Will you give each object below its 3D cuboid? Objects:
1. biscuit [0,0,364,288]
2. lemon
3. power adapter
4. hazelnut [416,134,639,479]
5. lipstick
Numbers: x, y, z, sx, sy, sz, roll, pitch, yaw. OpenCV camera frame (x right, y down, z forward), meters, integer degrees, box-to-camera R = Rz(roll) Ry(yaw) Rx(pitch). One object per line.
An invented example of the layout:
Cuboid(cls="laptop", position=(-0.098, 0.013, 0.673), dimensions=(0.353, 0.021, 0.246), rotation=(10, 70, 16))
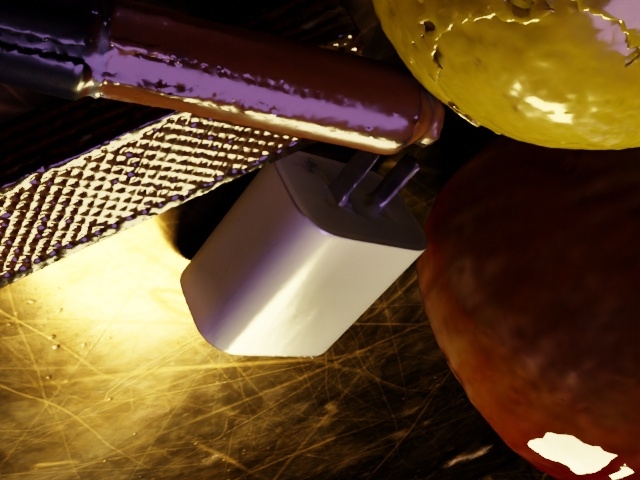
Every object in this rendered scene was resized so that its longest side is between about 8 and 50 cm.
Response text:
Cuboid(cls="biscuit", position=(-0.142, -0.080, 0.635), dimensions=(0.388, 0.073, 0.107), rotation=(-26, 146, -4))
Cuboid(cls="lemon", position=(0.173, -0.198, 0.512), dimensions=(0.297, 0.297, 0.297), rotation=(-19, 146, -13))
Cuboid(cls="power adapter", position=(0.000, 0.000, 0.801), dimensions=(0.187, 0.124, 0.255), rotation=(9, 133, -45))
Cuboid(cls="hazelnut", position=(0.299, 0.047, 0.815), dimensions=(0.352, 0.421, 0.421), rotation=(10, 135, -18))
Cuboid(cls="lipstick", position=(-0.103, -0.120, 0.519), dimensions=(0.418, 0.077, 0.077), rotation=(9, 134, -23))
